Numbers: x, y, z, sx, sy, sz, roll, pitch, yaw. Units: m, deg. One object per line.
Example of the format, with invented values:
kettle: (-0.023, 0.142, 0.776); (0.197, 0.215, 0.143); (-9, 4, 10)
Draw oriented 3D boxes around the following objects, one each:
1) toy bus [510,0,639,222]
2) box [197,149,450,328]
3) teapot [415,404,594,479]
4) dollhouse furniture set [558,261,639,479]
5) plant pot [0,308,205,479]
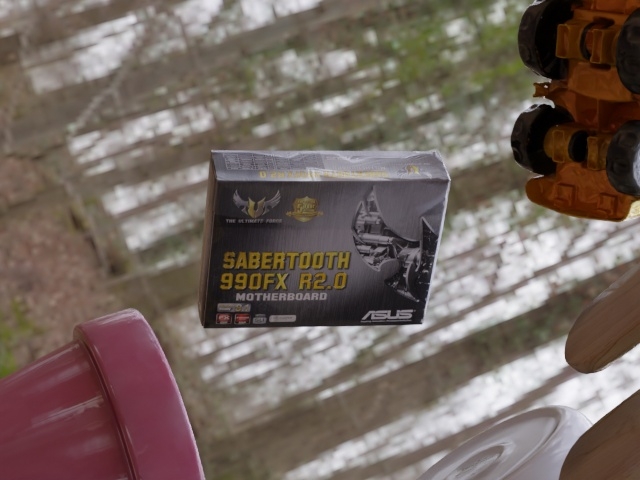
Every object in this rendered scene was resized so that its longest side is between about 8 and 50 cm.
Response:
toy bus: (0.295, -0.137, 1.517); (0.149, 0.211, 0.220); (17, -73, 47)
box: (0.000, 0.000, 1.635); (0.056, 0.231, 0.183); (-105, -161, -51)
teapot: (0.200, 0.288, 1.581); (0.187, 0.252, 0.256); (56, -15, -4)
dollhouse furniture set: (0.299, 0.259, 1.086); (0.362, 0.394, 0.256); (35, -54, -15)
plant pot: (-0.204, 0.173, 1.332); (0.201, 0.180, 0.201); (163, -90, -75)
